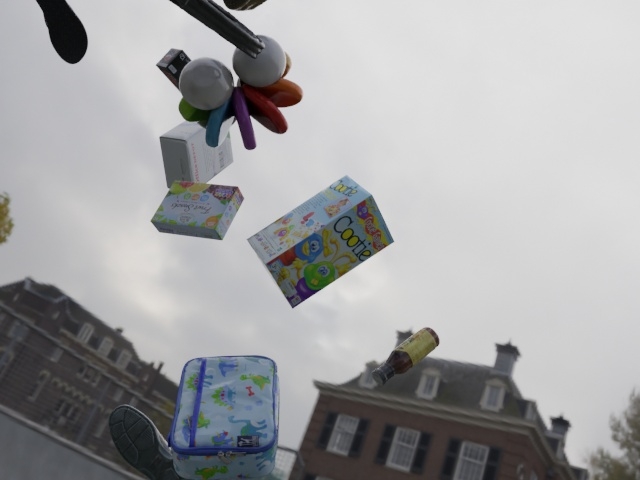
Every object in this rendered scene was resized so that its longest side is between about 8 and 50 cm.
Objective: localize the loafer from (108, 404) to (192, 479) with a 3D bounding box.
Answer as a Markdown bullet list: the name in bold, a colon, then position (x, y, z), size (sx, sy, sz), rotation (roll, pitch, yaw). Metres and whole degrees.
- **loafer**: position (-0.379, 0.487, 1.541), size (0.267, 0.096, 0.084), rotation (43, -18, 16)

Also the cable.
- **cable**: position (-0.169, -0.316, 0.800), size (0.287, 0.072, 0.139), rotation (29, 12, -26)

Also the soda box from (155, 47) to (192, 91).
- **soda box**: position (-0.268, -0.327, 1.447), size (0.060, 0.053, 0.169), rotation (26, -18, 50)

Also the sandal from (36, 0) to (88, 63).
- **sandal**: position (-0.485, -0.418, 1.262), size (0.179, 0.067, 0.040), rotation (69, -11, -19)

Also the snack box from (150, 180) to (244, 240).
- **snack box**: position (-0.220, -0.055, 1.220), size (0.141, 0.100, 0.037), rotation (6, -34, 26)

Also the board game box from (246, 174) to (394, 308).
- **board game box**: position (0.000, 0.000, 1.532), size (0.142, 0.275, 0.144), rotation (61, -7, -32)

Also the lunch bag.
- **lunch bag**: position (-0.156, 0.285, 1.120), size (0.176, 0.219, 0.090), rotation (0, -58, -1)

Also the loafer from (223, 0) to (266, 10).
- **loafer**: position (-0.074, -0.379, 0.972), size (0.148, 0.056, 0.050), rotation (-25, -4, 22)

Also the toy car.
- **toy car**: position (-0.111, -0.200, 0.993), size (0.159, 0.182, 0.136), rotation (108, -43, -81)

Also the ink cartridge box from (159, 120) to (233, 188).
- **ink cartridge box**: position (-0.333, -0.245, 1.851), size (0.093, 0.212, 0.154), rotation (10, -57, 20)

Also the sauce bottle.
- **sauce bottle**: position (0.137, 0.187, 1.100), size (0.042, 0.128, 0.042), rotation (37, -36, 34)
